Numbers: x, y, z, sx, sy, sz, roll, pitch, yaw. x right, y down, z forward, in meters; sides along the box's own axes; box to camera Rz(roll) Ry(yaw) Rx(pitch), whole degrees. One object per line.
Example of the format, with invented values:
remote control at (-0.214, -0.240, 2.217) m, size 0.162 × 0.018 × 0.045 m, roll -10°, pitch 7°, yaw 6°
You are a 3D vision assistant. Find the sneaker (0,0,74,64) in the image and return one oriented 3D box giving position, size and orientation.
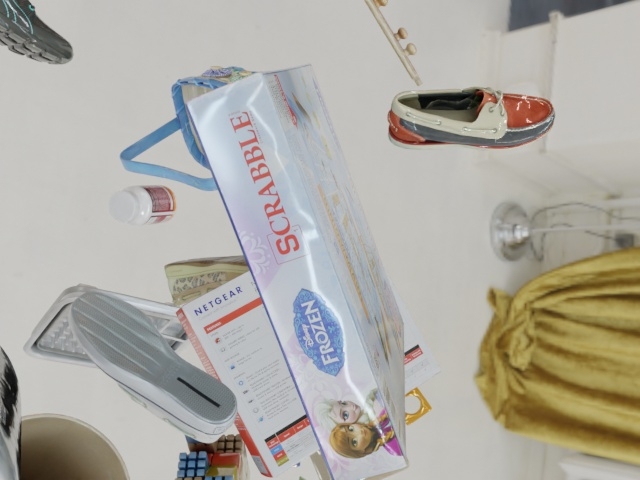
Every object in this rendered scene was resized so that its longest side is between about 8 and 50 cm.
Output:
sneaker at (-0.450, -0.343, 1.076) m, size 0.267 × 0.101 × 0.106 m, roll 33°, pitch 75°, yaw -40°

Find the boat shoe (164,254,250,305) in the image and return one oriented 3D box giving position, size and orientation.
boat shoe at (-0.169, 0.076, 1.442) m, size 0.104 × 0.285 × 0.089 m, roll -11°, pitch 97°, yaw -52°

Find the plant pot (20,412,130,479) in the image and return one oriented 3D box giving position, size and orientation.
plant pot at (-0.464, 0.435, 1.213) m, size 0.256 × 0.274 × 0.256 m, roll 18°, pitch 54°, yaw -26°

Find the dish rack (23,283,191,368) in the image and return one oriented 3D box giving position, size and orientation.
dish rack at (-0.466, 0.198, 1.746) m, size 0.333 × 0.285 × 0.072 m, roll 17°, pitch 48°, yaw -33°

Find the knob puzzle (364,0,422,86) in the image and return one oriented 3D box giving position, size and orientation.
knob puzzle at (0.112, -0.327, 1.193) m, size 0.213 × 0.030 × 0.213 m, roll 54°, pitch 14°, yaw -20°

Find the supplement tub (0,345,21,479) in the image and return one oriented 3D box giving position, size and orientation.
supplement tub at (-0.371, 0.176, 0.678) m, size 0.207 × 0.338 × 0.207 m, roll -3°, pitch 98°, yaw -20°

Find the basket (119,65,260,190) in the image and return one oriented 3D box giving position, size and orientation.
basket at (-0.184, -0.192, 1.387) m, size 0.289 × 0.255 × 0.201 m, roll -48°, pitch 138°, yaw -33°

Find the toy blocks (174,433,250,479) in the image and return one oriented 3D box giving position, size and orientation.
toy blocks at (-0.194, 0.477, 1.384) m, size 0.381 × 0.191 × 0.261 m, roll -91°, pitch 179°, yaw -46°

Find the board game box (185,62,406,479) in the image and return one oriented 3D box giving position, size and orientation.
board game box at (0.000, 0.000, 0.718) m, size 0.318 × 0.066 × 0.319 m, roll -66°, pitch 137°, yaw -75°

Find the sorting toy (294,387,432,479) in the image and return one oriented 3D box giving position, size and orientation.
sorting toy at (0.065, 0.405, 1.581) m, size 0.347 × 0.047 × 0.196 m, roll -23°, pitch 91°, yaw 2°

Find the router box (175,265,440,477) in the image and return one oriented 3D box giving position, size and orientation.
router box at (-0.016, 0.166, 1.270) m, size 0.335 × 0.082 × 0.301 m, roll -27°, pitch 87°, yaw -20°

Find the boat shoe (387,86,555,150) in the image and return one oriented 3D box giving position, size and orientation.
boat shoe at (0.121, -0.100, 0.612) m, size 0.043 × 0.137 × 0.049 m, roll 91°, pitch -5°, yaw -54°

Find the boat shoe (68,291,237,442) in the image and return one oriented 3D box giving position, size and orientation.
boat shoe at (-0.198, 0.153, 0.875) m, size 0.226 × 0.076 × 0.083 m, roll 39°, pitch 43°, yaw 11°

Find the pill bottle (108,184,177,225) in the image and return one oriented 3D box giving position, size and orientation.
pill bottle at (-0.376, -0.075, 1.642) m, size 0.152 × 0.086 × 0.086 m, roll -12°, pitch 96°, yaw -69°
